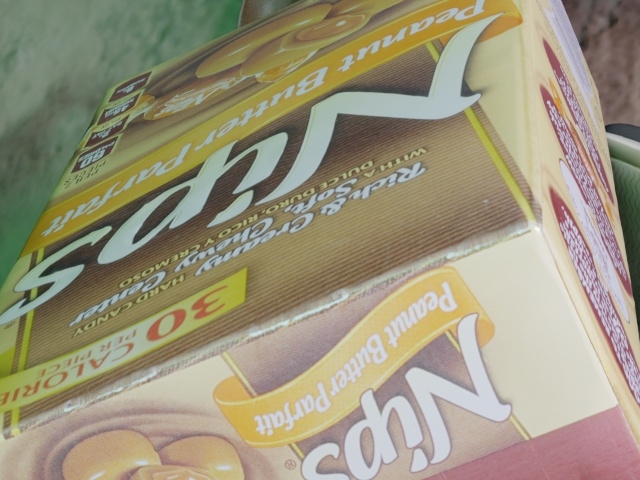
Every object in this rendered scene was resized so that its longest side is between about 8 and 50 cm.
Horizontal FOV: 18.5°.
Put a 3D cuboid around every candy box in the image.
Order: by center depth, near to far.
[{"bbox_3d":[0.000,0.000,0.639,0.183,0.087,0.316,-23,19,14],"label":"candy box"}]

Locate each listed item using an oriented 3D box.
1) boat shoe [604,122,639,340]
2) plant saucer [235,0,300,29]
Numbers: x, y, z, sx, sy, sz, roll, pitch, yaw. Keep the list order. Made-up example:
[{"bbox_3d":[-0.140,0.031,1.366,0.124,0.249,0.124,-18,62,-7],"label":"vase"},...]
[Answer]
[{"bbox_3d":[0.177,0.017,0.702,0.079,0.084,0.233,-21,34,-31],"label":"boat shoe"},{"bbox_3d":[0.029,-0.123,0.853,0.168,0.029,0.168,-32,40,33],"label":"plant saucer"}]
